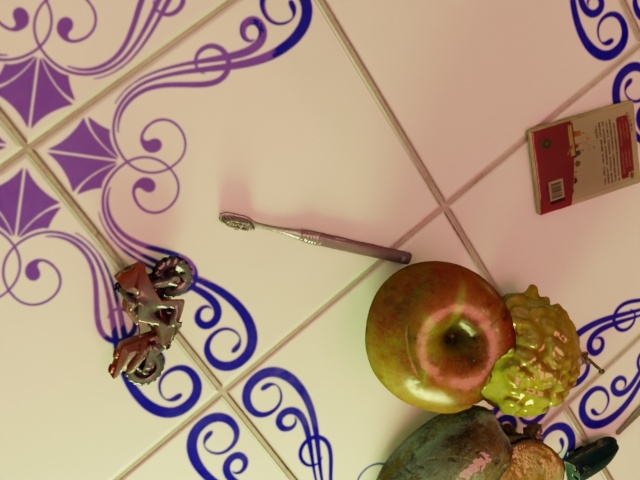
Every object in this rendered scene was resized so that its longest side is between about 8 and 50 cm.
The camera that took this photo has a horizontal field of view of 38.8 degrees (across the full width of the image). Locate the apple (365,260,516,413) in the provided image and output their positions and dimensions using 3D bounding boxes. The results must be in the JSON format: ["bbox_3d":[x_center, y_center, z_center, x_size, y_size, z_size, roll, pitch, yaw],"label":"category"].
[{"bbox_3d":[0.192,0.156,1.501,0.246,0.226,0.246,0,91,-9],"label":"apple"}]

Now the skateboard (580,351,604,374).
[{"bbox_3d":[0.498,0.259,1.752,0.083,0.064,0.032,-35,120,-1],"label":"skateboard"}]

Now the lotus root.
[{"bbox_3d":[0.188,0.414,1.594,0.322,0.158,0.140,-38,137,2],"label":"lotus root"}]

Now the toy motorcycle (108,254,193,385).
[{"bbox_3d":[-0.273,0.118,1.382,0.118,0.084,0.213,13,101,-33],"label":"toy motorcycle"}]

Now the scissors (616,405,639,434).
[{"bbox_3d":[0.670,0.331,1.862,0.189,0.015,0.100,-42,112,-8],"label":"scissors"}]

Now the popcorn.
[{"bbox_3d":[0.343,0.192,1.595,0.216,0.181,0.235,-12,67,17],"label":"popcorn"}]

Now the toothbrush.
[{"bbox_3d":[0.000,0.000,1.500,0.354,0.029,0.024,12,109,-25],"label":"toothbrush"}]

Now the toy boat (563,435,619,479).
[{"bbox_3d":[0.540,0.429,1.803,0.141,0.060,0.055,-23,109,-25],"label":"toy boat"}]

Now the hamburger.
[{"bbox_3d":[0.358,0.415,1.688,0.159,0.131,0.185,40,78,-15],"label":"hamburger"}]

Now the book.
[{"bbox_3d":[0.489,-0.154,1.679,0.231,0.022,0.162,-18,109,-19],"label":"book"}]
